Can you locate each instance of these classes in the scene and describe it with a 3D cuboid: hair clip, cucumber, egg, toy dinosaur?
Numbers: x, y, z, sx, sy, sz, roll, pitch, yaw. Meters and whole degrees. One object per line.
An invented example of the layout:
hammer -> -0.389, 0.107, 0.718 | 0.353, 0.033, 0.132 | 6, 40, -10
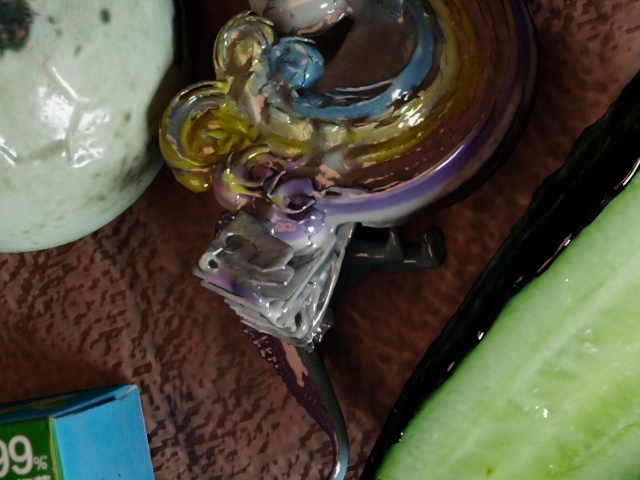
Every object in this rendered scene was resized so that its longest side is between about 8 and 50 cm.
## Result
hair clip -> 0.013, -0.049, 0.507 | 0.116, 0.049, 0.172 | 23, 75, 16
cucumber -> 0.093, 0.022, 0.493 | 0.193, 0.115, 0.086 | -54, 32, 20
egg -> -0.110, -0.078, 0.537 | 0.131, 0.131, 0.164 | 2, 88, 21
toy dinosaur -> 0.000, 0.000, 0.547 | 0.080, 0.045, 0.198 | -7, 83, 25

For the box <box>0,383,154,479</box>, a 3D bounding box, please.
box -> -0.159, 0.143, 0.601 | 0.194, 0.073, 0.139 | -11, 90, 22
